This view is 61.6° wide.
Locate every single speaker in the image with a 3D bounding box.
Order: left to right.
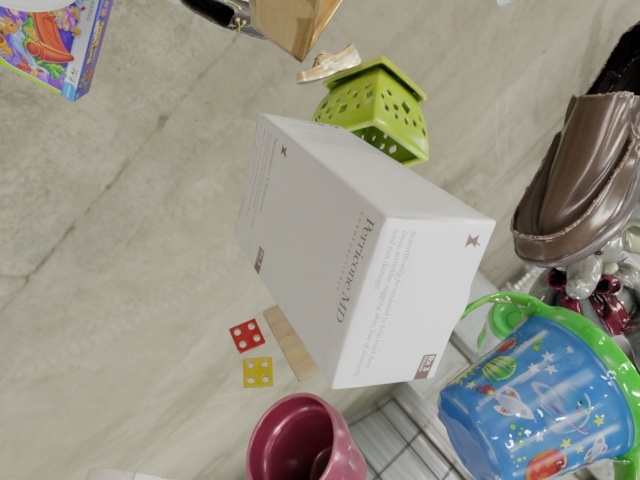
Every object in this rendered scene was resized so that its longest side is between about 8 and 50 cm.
[{"bbox_3d":[0.468,0.238,1.351,0.131,0.131,0.297,-40,155,-9],"label":"speaker"}]

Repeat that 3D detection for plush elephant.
[{"bbox_3d":[0.489,0.068,0.970,0.255,0.271,0.330,51,49,-36],"label":"plush elephant"}]

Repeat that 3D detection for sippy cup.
[{"bbox_3d":[0.302,0.246,0.784,0.223,0.305,0.240,-23,130,-13],"label":"sippy cup"}]

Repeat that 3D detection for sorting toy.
[{"bbox_3d":[-0.018,0.159,0.901,0.274,0.132,0.046,-23,153,-20],"label":"sorting toy"}]

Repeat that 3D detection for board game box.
[{"bbox_3d":[-0.580,-0.510,1.144,0.347,0.233,0.078,-58,-170,32],"label":"board game box"}]

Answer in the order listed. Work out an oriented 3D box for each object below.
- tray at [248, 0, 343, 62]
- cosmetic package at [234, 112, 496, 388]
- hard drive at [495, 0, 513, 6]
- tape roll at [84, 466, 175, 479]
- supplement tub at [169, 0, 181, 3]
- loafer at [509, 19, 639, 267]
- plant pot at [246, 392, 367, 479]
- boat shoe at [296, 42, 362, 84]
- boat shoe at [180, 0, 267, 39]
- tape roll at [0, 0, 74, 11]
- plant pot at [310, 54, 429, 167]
[{"bbox_3d":[0.076,-0.370,0.467,0.411,0.076,0.203,-57,-173,1],"label":"tray"},{"bbox_3d":[0.024,-0.012,0.717,0.156,0.385,0.218,3,113,-27],"label":"cosmetic package"},{"bbox_3d":[0.472,-0.708,1.240,0.232,0.353,0.047,-24,140,23],"label":"hard drive"},{"bbox_3d":[-0.292,0.492,0.951,0.286,0.285,0.100,104,0,-56],"label":"tape roll"},{"bbox_3d":[-0.254,-0.670,1.206,0.271,0.191,0.191,-17,162,8],"label":"supplement tub"},{"bbox_3d":[0.349,-0.133,0.694,0.130,0.133,0.366,38,82,-28],"label":"loafer"},{"bbox_3d":[-0.009,0.416,1.009,0.201,0.201,0.180,-43,128,-1],"label":"plant pot"},{"bbox_3d":[0.013,-0.397,1.205,0.170,0.059,0.063,-28,-163,-23],"label":"boat shoe"},{"bbox_3d":[-0.197,-0.486,1.149,0.227,0.069,0.081,20,154,-32],"label":"boat shoe"},{"bbox_3d":[-0.467,-0.509,0.824,0.245,0.169,0.246,-8,148,-5],"label":"tape roll"},{"bbox_3d":[0.125,-0.308,1.329,0.227,0.207,0.228,-7,158,43],"label":"plant pot"}]
